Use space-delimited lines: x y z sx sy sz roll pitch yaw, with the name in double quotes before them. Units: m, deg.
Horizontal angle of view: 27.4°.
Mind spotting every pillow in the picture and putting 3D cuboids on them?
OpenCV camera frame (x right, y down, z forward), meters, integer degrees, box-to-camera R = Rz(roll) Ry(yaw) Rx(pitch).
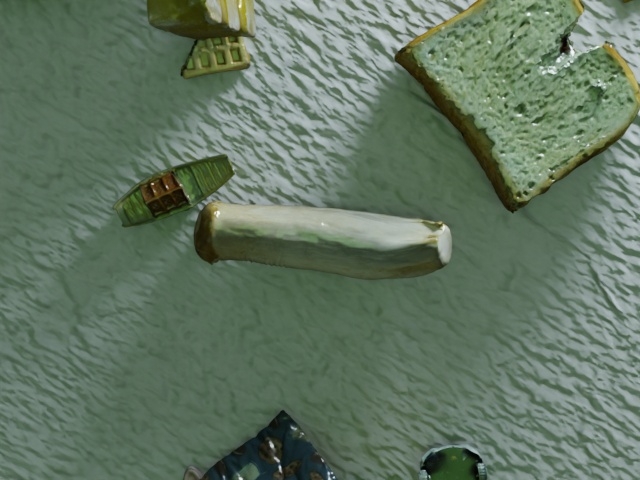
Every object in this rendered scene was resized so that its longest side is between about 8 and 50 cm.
"pillow" -0.097 0.370 1.767 0.255 0.034 0.189 -41 53 -1

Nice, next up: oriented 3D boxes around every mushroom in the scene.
"mushroom" 0.000 0.000 1.764 0.351 0.123 0.095 3 81 4

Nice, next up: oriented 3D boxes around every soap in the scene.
"soap" -0.161 -0.419 1.675 0.091 0.199 0.314 -4 92 16

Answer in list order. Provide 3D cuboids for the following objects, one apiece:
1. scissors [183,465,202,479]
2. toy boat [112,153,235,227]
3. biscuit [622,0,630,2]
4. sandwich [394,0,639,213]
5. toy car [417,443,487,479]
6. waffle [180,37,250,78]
"scissors" -0.167 0.478 1.852 0.160 0.024 0.317 10 95 -2
"toy boat" -0.198 -0.068 1.783 0.172 0.066 0.065 -24 92 0
"biscuit" 0.437 -0.375 1.789 0.081 0.018 0.083 -19 95 1
"sandwich" 0.277 -0.213 1.764 0.249 0.095 0.273 -37 94 -1
"toy car" 0.191 0.384 1.834 0.095 0.056 0.204 -8 99 0
"waffle" -0.152 -0.300 1.783 0.098 0.023 0.152 -8 97 -1
